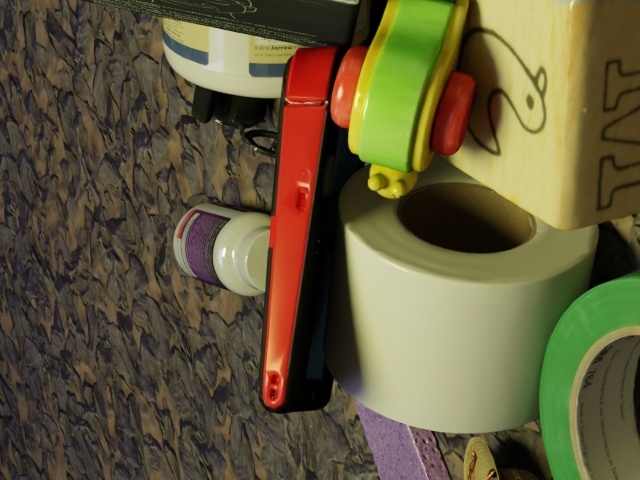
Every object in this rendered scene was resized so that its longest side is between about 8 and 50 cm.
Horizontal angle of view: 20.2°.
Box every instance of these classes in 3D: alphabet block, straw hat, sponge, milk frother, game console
[{"bbox_3d":[0.226,-0.145,1.486,0.192,0.193,0.197,38,134,54],"label":"alphabet block"},{"bbox_3d":[0.197,0.266,1.869,0.144,0.061,0.144,176,90,-79],"label":"straw hat"},{"bbox_3d":[0.105,0.266,2.081,0.117,0.031,0.210,-44,63,60],"label":"sponge"},{"bbox_3d":[-0.074,-0.186,2.179,0.143,0.129,0.135,23,136,5],"label":"milk frother"},{"bbox_3d":[0.000,0.000,1.782,0.386,0.060,0.342,39,-125,-82],"label":"game console"}]

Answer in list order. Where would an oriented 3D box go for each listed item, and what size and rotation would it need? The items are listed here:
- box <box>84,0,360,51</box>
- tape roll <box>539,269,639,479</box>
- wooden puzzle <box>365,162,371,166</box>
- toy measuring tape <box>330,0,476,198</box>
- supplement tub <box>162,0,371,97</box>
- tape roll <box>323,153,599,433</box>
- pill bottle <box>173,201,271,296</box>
[{"bbox_3d":[-0.092,-0.308,1.565,0.395,0.293,0.212,-125,47,-89],"label":"box"},{"bbox_3d":[0.321,0.178,1.537,0.321,0.077,0.321,29,127,47],"label":"tape roll"},{"bbox_3d":[0.117,-0.068,1.894,0.221,0.044,0.239,57,147,33],"label":"wooden puzzle"},{"bbox_3d":[0.074,-0.162,1.423,0.121,0.121,0.330,51,144,42],"label":"toy measuring tape"},{"bbox_3d":[-0.056,-0.333,1.909,0.228,0.228,0.316,40,135,50],"label":"supplement tub"},{"bbox_3d":[0.129,0.045,1.700,0.246,0.246,0.169,45,139,47],"label":"tape roll"},{"bbox_3d":[-0.102,0.013,2.285,0.193,0.108,0.108,15,115,61],"label":"pill bottle"}]
